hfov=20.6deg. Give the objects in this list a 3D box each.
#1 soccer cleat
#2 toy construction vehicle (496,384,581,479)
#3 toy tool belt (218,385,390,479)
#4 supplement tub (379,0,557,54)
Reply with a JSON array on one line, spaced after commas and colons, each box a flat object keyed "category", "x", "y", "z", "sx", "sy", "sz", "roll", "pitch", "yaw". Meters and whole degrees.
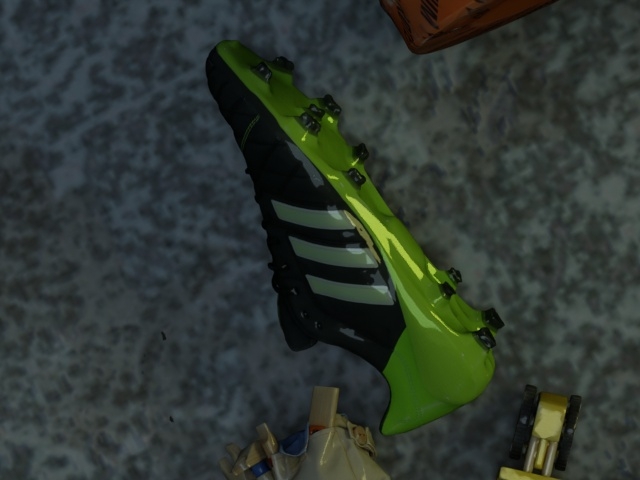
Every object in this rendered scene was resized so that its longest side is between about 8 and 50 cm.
[{"category": "soccer cleat", "x": 0.000, "y": 0.000, "z": 0.719, "sx": 0.072, "sy": 0.060, "sz": 0.179, "roll": -38, "pitch": 88, "yaw": 19}, {"category": "toy construction vehicle", "x": 0.111, "y": 0.117, "z": 0.720, "sx": 0.086, "sy": 0.035, "sz": 0.098, "roll": 15, "pitch": 93, "yaw": 6}, {"category": "toy tool belt", "x": -0.015, "y": 0.095, "z": 0.728, "sx": 0.083, "sy": 0.052, "sz": 0.051, "roll": -29, "pitch": 80, "yaw": 34}, {"category": "supplement tub", "x": 0.032, "y": -0.240, "z": 0.638, "sx": 0.193, "sy": 0.193, "sz": 0.316, "roll": -25, "pitch": 89, "yaw": 6}]
